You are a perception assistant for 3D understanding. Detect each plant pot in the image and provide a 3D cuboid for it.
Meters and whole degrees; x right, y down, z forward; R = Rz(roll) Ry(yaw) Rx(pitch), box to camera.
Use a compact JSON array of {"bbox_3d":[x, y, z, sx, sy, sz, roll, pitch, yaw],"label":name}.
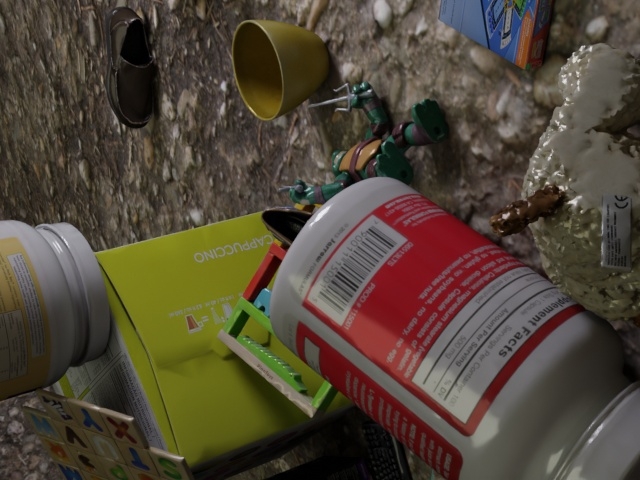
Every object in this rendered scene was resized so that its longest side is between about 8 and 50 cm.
[{"bbox_3d":[-0.045,-0.236,1.448,0.134,0.095,0.134,37,136,46],"label":"plant pot"}]

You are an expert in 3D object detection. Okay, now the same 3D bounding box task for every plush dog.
[{"bbox_3d":[0.259,-0.009,0.985,0.262,0.210,0.225,53,173,33],"label":"plush dog"}]

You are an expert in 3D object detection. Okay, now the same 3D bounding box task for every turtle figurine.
[{"bbox_3d":[0.051,-0.109,1.342,0.234,0.118,0.175,-3,62,59],"label":"turtle figurine"}]

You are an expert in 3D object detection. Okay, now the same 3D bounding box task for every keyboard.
[{"bbox_3d":[0.100,0.357,1.605,0.108,0.023,0.180,-12,94,61],"label":"keyboard"}]

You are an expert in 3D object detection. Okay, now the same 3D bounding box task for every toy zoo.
[{"bbox_3d":[0.003,0.063,1.445,0.192,0.030,0.293,36,101,28],"label":"toy zoo"}]

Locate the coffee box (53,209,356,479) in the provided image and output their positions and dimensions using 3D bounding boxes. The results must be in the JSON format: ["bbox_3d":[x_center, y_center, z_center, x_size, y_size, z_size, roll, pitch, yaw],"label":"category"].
[{"bbox_3d":[-0.195,0.192,1.674,0.334,0.337,0.338,-44,67,52],"label":"coffee box"}]

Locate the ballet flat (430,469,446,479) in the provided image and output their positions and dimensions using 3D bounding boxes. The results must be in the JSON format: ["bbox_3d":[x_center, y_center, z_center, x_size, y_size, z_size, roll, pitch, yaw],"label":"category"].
[{"bbox_3d":[0.191,0.261,1.337,0.106,0.107,0.316,19,129,32],"label":"ballet flat"}]

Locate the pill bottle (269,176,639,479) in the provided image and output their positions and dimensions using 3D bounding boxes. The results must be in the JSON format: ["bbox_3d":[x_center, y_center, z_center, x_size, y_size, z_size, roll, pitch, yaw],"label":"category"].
[{"bbox_3d":[0.159,0.125,1.126,0.407,0.229,0.229,37,137,28],"label":"pill bottle"}]

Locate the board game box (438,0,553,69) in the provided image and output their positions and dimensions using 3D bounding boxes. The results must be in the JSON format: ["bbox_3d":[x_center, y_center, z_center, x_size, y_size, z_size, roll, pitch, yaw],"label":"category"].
[{"bbox_3d":[0.185,-0.326,1.068,0.145,0.027,0.281,44,141,43],"label":"board game box"}]

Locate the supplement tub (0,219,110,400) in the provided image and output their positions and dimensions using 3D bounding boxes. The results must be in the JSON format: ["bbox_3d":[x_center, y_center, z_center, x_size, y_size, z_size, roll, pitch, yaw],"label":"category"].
[{"bbox_3d":[-0.477,0.106,1.446,0.241,0.331,0.241,23,120,49],"label":"supplement tub"}]

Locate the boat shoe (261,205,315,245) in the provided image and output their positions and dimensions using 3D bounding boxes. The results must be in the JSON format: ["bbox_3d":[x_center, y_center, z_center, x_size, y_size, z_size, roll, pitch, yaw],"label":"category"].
[{"bbox_3d":[0.000,0.000,1.398,0.183,0.066,0.066,16,90,30],"label":"boat shoe"}]

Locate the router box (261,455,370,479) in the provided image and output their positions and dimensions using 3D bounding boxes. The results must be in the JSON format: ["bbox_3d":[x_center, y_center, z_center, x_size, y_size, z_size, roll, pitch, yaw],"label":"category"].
[{"bbox_3d":[-0.017,0.380,1.688,0.179,0.133,0.046,-26,83,68],"label":"router box"}]

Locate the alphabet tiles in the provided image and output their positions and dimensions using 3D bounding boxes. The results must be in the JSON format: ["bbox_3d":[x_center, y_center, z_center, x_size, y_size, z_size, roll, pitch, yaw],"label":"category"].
[{"bbox_3d":[-0.270,0.340,1.507,0.285,0.011,0.343,11,136,29],"label":"alphabet tiles"}]

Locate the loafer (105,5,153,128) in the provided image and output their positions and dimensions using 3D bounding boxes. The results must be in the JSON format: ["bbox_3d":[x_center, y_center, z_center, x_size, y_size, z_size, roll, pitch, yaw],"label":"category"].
[{"bbox_3d":[-0.340,-0.305,1.937,0.078,0.080,0.220,24,125,54],"label":"loafer"}]
